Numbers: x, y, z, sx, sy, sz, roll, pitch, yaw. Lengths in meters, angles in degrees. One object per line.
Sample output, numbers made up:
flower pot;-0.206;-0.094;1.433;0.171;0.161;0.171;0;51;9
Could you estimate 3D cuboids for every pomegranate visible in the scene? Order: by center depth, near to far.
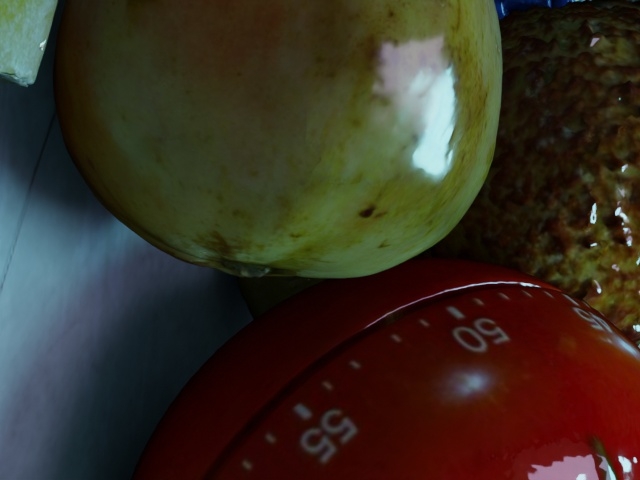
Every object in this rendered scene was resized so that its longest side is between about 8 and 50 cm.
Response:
pomegranate;-0.017;-0.114;0.923;0.252;0.229;0.270;14;81;-67

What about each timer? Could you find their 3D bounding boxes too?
timer;0.054;0.192;1.075;0.378;0.279;0.378;-21;131;-27

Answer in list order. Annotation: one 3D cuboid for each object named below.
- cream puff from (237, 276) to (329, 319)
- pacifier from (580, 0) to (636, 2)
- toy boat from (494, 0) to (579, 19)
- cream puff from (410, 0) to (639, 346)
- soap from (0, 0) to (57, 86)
cream puff;0.004;-0.001;1.167;0.126;0.103;0.143;-37;126;-56
pacifier;0.240;-0.317;1.529;0.207;0.227;0.279;21;82;-33
toy boat;0.163;-0.232;1.451;0.110;0.091;0.175;-44;135;-42
cream puff;0.183;-0.060;1.273;0.350;0.350;0.228;-50;128;-48
soap;-0.158;-0.210;0.745;0.160;0.080;0.257;24;78;-66
